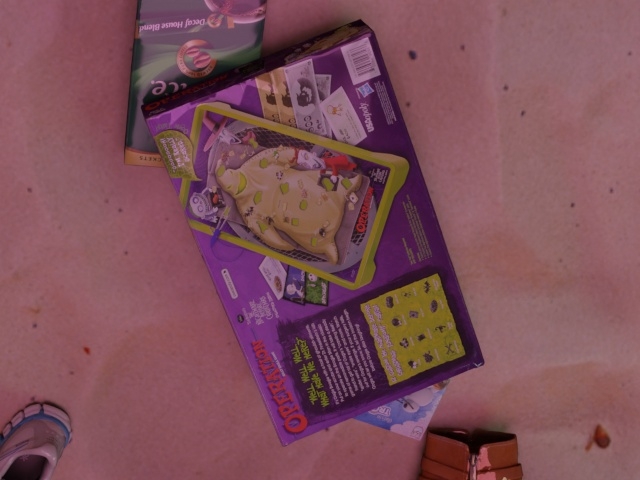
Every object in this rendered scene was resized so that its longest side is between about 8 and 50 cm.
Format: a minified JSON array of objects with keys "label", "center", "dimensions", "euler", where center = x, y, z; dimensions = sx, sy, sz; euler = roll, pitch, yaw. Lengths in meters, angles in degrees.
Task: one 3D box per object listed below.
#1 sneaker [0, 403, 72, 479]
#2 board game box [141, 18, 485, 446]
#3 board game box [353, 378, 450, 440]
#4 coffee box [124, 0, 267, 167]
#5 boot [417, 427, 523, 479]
[{"label":"sneaker","center":[-0.307,0.242,1.430],"dimensions":[0.071,0.083,0.191],"euler":[33,107,-19]},{"label":"board game box","center":[0.000,0.000,1.348],"dimensions":[0.208,0.056,0.347],"euler":[-23,116,-6]},{"label":"board game box","center":[0.073,0.139,1.461],"dimensions":[0.090,0.020,0.090],"euler":[19,110,-13]},{"label":"coffee box","center":[-0.108,-0.150,1.310],"dimensions":[0.113,0.040,0.184],"euler":[6,112,-10]},{"label":"boot","center":[0.106,0.260,1.496],"dimensions":[0.197,0.073,0.152],"euler":[-4,105,-3]}]
